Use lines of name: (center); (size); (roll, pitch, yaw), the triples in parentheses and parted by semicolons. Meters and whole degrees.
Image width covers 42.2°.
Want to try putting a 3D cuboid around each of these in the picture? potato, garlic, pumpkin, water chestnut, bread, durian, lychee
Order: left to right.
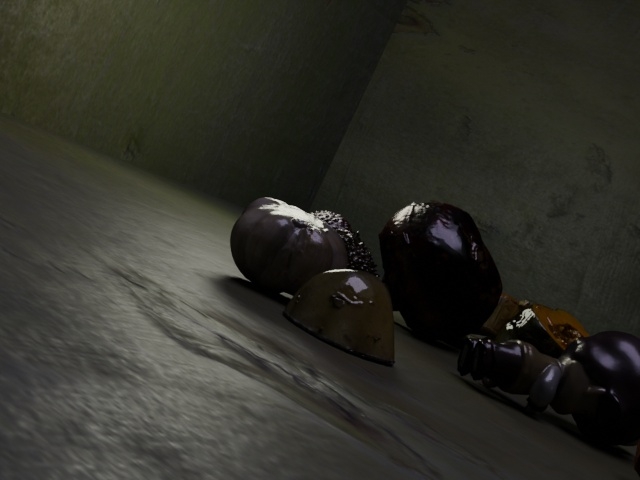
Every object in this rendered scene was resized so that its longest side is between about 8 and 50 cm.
garlic: (-0.058, 0.021, 1.464); (0.228, 0.152, 0.228); (29, 9, -5)
lychee: (0.000, 0.000, 2.283); (0.188, 0.188, 0.188); (25, 2, -1)
durian: (0.048, 0.063, 1.901); (0.196, 0.167, 0.196); (46, 13, -14)
potato: (0.052, 0.104, 1.290); (0.202, 0.117, 0.182); (22, 1, -43)
water chestnut: (0.245, 0.080, 1.932); (0.350, 0.302, 0.350); (46, 27, -32)
bread: (0.392, 0.186, 2.235); (0.152, 0.119, 0.288); (33, -17, -37)
pumpkin: (0.563, 0.250, 2.081); (0.317, 0.139, 0.222); (8, 39, -50)

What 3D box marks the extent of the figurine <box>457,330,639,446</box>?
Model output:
figurine: (0.439, 0.268, 1.482); (0.365, 0.206, 0.218); (0, -15, -12)

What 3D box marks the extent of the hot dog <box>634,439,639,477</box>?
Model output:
hot dog: (0.500, 0.331, 1.153); (0.146, 0.103, 0.213); (48, 20, 19)

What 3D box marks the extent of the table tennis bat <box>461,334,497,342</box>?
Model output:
table tennis bat: (0.407, 0.261, 2.136); (0.369, 0.054, 0.224); (23, -3, -16)
